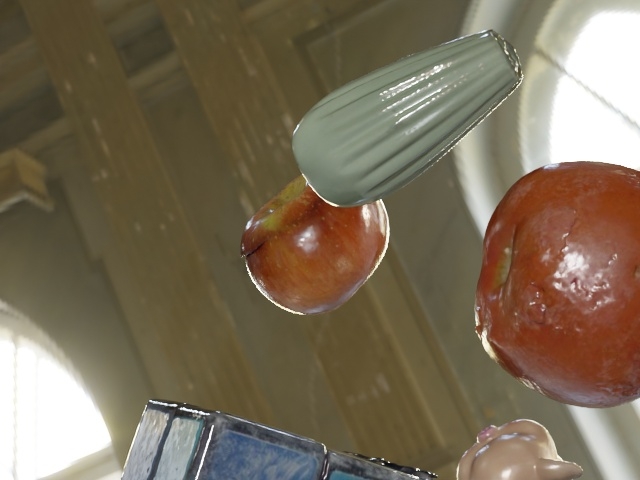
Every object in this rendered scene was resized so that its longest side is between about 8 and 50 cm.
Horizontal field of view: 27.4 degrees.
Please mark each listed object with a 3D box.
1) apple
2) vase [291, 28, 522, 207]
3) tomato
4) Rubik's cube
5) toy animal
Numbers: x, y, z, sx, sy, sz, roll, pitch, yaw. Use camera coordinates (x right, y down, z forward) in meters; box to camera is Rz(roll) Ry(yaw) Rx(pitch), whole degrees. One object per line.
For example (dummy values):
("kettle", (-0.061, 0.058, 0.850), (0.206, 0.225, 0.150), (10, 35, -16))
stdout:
("apple", (0.000, 0.000, 2.245), (0.252, 0.206, 0.272), (-36, 13, 17))
("vase", (0.095, -0.134, 1.384), (0.248, 0.128, 0.128), (-30, -18, 18))
("tomato", (0.234, 0.038, 1.111), (0.185, 0.208, 0.208), (12, -29, -14))
("Rubik's cube", (-0.086, 0.388, 1.640), (0.313, 0.318, 0.316), (21, -11, -20))
("toy animal", (0.279, 0.345, 1.869), (0.165, 0.149, 0.248), (-43, -24, 2))
